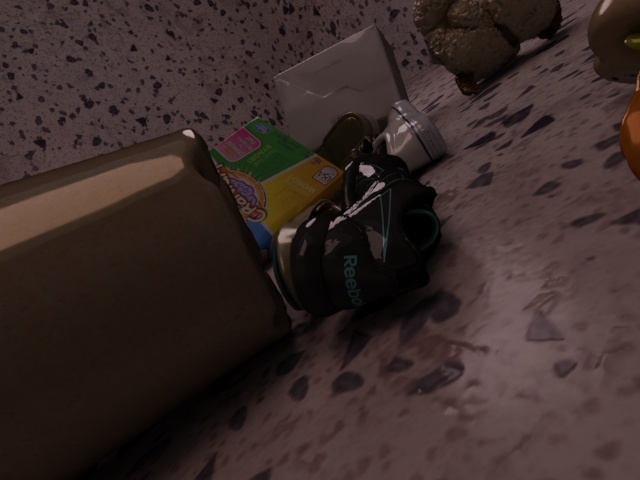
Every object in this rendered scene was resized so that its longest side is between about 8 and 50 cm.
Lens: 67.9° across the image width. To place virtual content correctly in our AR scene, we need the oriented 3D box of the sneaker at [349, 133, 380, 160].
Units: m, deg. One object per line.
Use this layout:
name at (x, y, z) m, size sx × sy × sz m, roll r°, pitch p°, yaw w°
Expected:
sneaker at (0.115, -0.177, 0.899) m, size 0.066 × 0.071 × 0.188 m, roll -27°, pitch 16°, yaw 38°

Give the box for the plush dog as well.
plush dog at (0.344, -0.425, 0.935) m, size 0.225 × 0.262 × 0.211 m, roll -39°, pitch 41°, yaw 38°

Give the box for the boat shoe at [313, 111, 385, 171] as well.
boat shoe at (0.021, -0.153, 1.032) m, size 0.103 × 0.113 × 0.302 m, roll -9°, pitch -21°, yaw -49°

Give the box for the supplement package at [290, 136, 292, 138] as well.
supplement package at (-0.014, -0.248, 1.340) m, size 0.194 × 0.149 × 0.203 m, roll -35°, pitch 13°, yaw 9°

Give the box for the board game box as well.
board game box at (-0.144, -0.076, 0.884) m, size 0.316 × 0.242 × 0.064 m, roll -43°, pitch -25°, yaw -26°

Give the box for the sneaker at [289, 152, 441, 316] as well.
sneaker at (0.066, -0.017, 0.451) m, size 0.106 × 0.101 × 0.267 m, roll -8°, pitch 26°, yaw 24°

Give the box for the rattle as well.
rattle at (0.246, -0.098, 0.347) m, size 0.130 × 0.143 × 0.199 m, roll -3°, pitch 0°, yaw 6°

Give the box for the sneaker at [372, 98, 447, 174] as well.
sneaker at (0.127, -0.168, 0.780) m, size 0.091 × 0.094 × 0.258 m, roll -30°, pitch 14°, yaw 10°

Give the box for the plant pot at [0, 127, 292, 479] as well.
plant pot at (-0.207, 0.056, 0.456) m, size 0.305 × 0.334 × 0.334 m, roll -26°, pitch 11°, yaw -5°

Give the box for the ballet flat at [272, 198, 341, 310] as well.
ballet flat at (0.000, 0.000, 0.540) m, size 0.086 × 0.086 × 0.248 m, roll -35°, pitch 13°, yaw 9°

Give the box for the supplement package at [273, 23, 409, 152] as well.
supplement package at (0.059, -0.325, 1.107) m, size 0.261 × 0.204 × 0.145 m, roll -20°, pitch -8°, yaw 23°
